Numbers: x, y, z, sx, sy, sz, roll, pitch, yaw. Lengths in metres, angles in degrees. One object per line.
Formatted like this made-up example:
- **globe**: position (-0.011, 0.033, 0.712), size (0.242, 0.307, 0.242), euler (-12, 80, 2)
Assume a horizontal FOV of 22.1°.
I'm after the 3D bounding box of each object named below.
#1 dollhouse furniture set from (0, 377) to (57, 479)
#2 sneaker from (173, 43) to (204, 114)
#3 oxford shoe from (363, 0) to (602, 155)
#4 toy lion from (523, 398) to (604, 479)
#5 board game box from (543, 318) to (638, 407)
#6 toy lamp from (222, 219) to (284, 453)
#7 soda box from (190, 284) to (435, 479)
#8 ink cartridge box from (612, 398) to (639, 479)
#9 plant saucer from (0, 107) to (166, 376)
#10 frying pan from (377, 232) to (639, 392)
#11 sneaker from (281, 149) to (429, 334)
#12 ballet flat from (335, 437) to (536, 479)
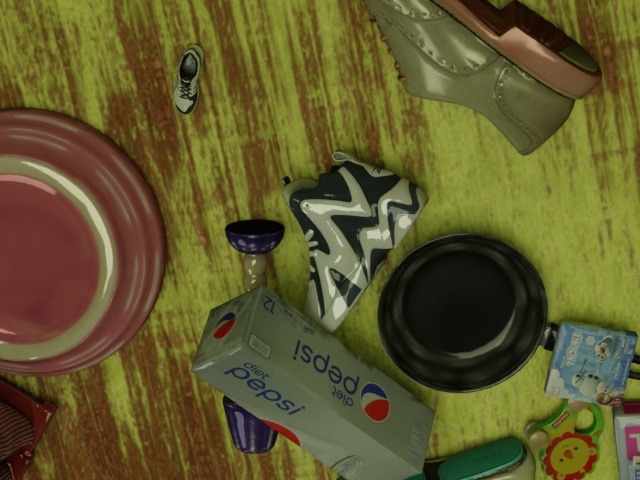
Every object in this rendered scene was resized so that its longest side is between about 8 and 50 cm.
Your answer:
- **dollhouse furniture set**: position (-0.539, 0.200, 1.972), size (0.374, 0.201, 0.152), euler (28, 108, 7)
- **sneaker**: position (-0.155, -0.183, 1.884), size (0.031, 0.037, 0.083), euler (9, 108, 4)
- **oxford shoe**: position (0.104, -0.233, 1.782), size (0.397, 0.140, 0.146), euler (34, 115, 1)
- **toy lion**: position (0.295, 0.235, 1.934), size (0.096, 0.034, 0.100), euler (42, 97, -17)
- **board game box**: position (0.310, 0.141, 1.879), size (0.090, 0.020, 0.090), euler (10, 106, -2)
- **toy lamp**: position (-0.079, 0.117, 1.935), size (0.080, 0.080, 0.275), euler (1, 106, 8)
- **soda box**: position (-0.005, 0.173, 1.867), size (0.286, 0.091, 0.098), euler (38, 137, -26)
- **ink cartridge box**: position (0.449, 0.335, 1.927), size (0.185, 0.065, 0.311), euler (-5, 106, 10)
- **plant saucer**: position (-0.352, 0.012, 1.944), size (0.332, 0.084, 0.332), euler (2, 105, 7)
- **frying pan**: position (0.227, 0.076, 1.892), size (0.326, 0.053, 0.197), euler (-5, 109, -1)
- **sneaker**: position (0.000, 0.000, 1.885), size (0.153, 0.094, 0.235), euler (36, 113, 3)
- **ballet flat**: position (0.138, 0.303, 1.958), size (0.248, 0.086, 0.086), euler (-12, 103, 10)
